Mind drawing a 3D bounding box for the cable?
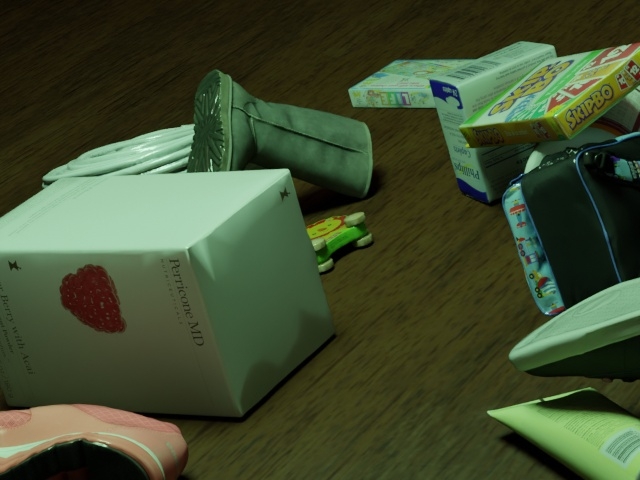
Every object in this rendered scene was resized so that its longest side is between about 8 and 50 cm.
[{"bbox_3d":[-0.189,-0.074,2.231,0.257,0.089,0.257,-15,8,-6],"label":"cable"}]

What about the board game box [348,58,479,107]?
[{"bbox_3d":[0.127,-0.201,2.479,0.154,0.026,0.103,5,29,43],"label":"board game box"}]

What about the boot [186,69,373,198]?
[{"bbox_3d":[-0.041,-0.084,2.132,0.076,0.208,0.189,-27,48,45],"label":"boot"}]

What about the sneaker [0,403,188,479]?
[{"bbox_3d":[-0.255,0.196,1.655,0.314,0.116,0.136,1,15,22],"label":"sneaker"}]

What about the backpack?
[{"bbox_3d":[0.265,-0.015,1.723,0.117,0.158,0.173,-22,-2,41],"label":"backpack"}]

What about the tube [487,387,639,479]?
[{"bbox_3d":[0.214,0.153,1.465,0.062,0.070,0.240,-59,21,0],"label":"tube"}]

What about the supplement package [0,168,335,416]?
[{"bbox_3d":[-0.166,0.047,1.835,0.293,0.177,0.175,-2,24,36],"label":"supplement package"}]

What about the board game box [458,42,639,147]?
[{"bbox_3d":[0.228,-0.140,1.906,0.124,0.039,0.259,-38,9,-14],"label":"board game box"}]

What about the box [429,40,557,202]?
[{"bbox_3d":[0.199,-0.128,2.076,0.126,0.137,0.072,-23,19,-19],"label":"box"}]

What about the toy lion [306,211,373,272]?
[{"bbox_3d":[0.000,0.000,2.052,0.100,0.034,0.096,-33,19,-37],"label":"toy lion"}]

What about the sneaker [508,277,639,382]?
[{"bbox_3d":[0.282,0.099,1.450,0.296,0.147,0.104,-18,13,38],"label":"sneaker"}]

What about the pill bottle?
[{"bbox_3d":[0.282,-0.094,1.949,0.121,0.121,0.221,-8,22,21],"label":"pill bottle"}]
